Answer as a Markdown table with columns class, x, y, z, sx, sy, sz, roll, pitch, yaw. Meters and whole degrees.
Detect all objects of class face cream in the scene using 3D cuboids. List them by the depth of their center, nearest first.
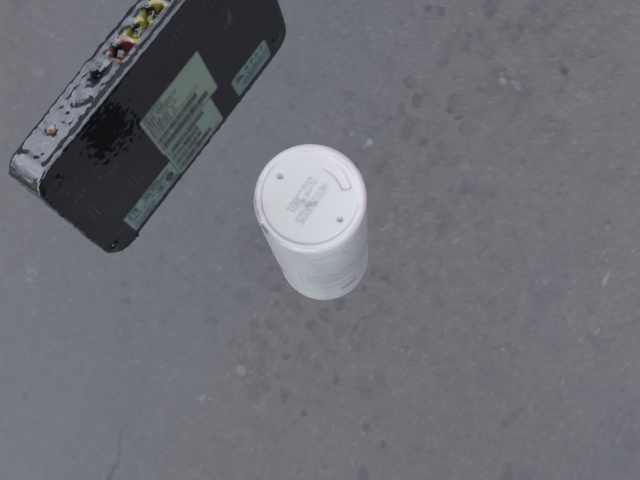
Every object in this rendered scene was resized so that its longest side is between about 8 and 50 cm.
| class | x | y | z | sx | sy | sz | roll | pitch | yaw |
| --- | --- | --- | --- | --- | --- | --- | --- | --- | --- |
| face cream | 0.000 | 0.000 | 0.873 | 0.102 | 0.345 | 0.101 | 0 | 77 | 2 |

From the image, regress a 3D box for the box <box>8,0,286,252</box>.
| class | x | y | z | sx | sy | sz | roll | pitch | yaw |
| --- | --- | --- | --- | --- | --- | --- | --- | --- | --- |
| box | -0.172 | -0.161 | 0.926 | 0.058 | 0.211 | 0.350 | 32 | 79 | 18 |
